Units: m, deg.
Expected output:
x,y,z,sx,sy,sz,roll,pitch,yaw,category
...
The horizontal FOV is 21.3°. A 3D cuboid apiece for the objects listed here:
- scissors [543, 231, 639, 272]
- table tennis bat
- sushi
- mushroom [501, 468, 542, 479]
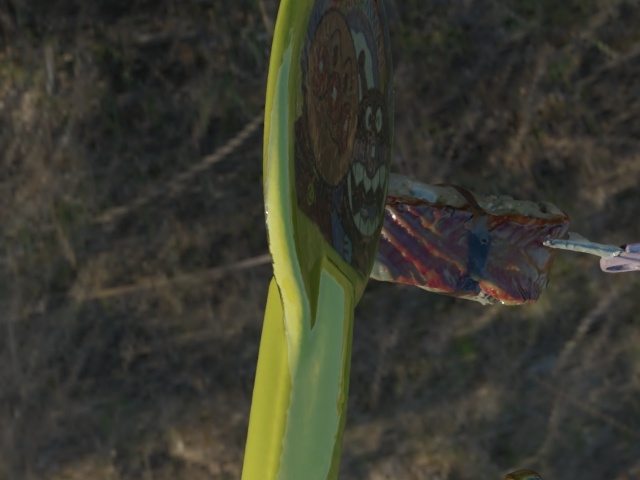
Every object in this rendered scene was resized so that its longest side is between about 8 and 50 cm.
x,y,z,sx,sy,sz,roll,pitch,yaw,category
0.304,0.008,1.801,0.212,0.021,0.110,10,158,-44,scissors
0.000,0.000,0.977,0.054,0.369,0.224,3,165,16,table tennis bat
0.143,-0.002,1.871,0.332,0.130,0.124,11,103,-25,sushi
0.267,0.412,2.064,0.087,0.333,0.107,7,123,-10,mushroom
